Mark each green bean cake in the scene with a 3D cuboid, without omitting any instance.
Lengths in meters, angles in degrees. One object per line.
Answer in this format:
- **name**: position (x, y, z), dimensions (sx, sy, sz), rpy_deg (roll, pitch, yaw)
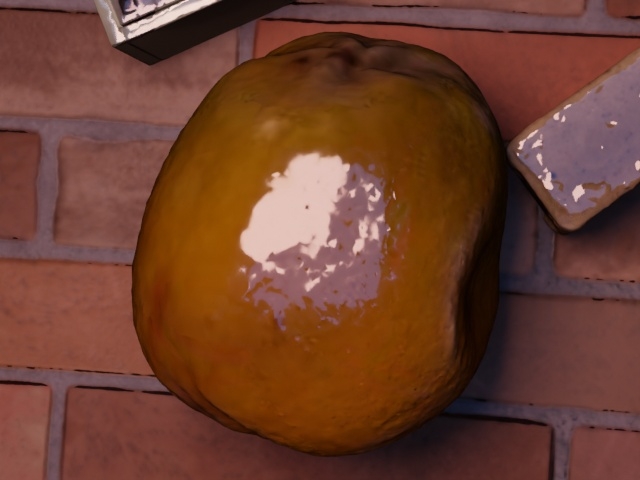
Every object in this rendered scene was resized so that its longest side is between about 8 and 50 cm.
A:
- **green bean cake**: position (0.224, -0.084, 1.107), dimensions (0.179, 0.109, 0.085), rpy_deg (-36, 85, 6)

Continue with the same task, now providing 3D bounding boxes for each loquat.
- **loquat**: position (0.000, 0.000, 1.055), dimensions (0.276, 0.276, 0.284), rpy_deg (10, 110, 7)

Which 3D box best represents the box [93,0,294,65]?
- **box**: position (-0.085, -0.285, 1.143), dimensions (0.225, 0.117, 0.225), rpy_deg (-23, 87, 7)
